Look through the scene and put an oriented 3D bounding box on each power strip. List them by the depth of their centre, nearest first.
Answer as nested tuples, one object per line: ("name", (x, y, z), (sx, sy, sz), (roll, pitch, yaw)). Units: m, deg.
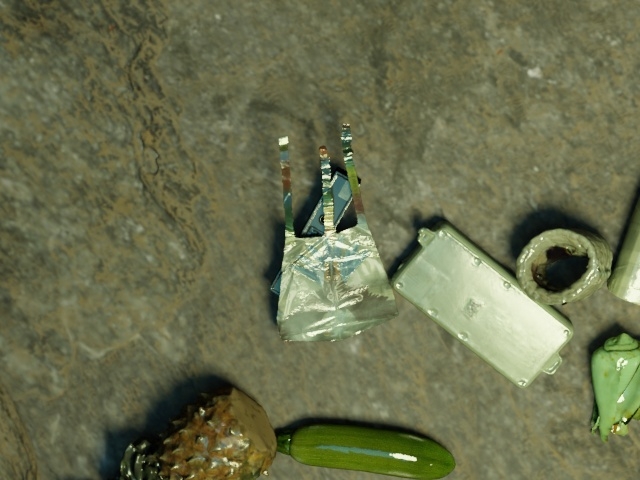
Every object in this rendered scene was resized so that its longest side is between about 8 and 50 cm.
("power strip", (0.221, 0.088, 1.844), (0.270, 0.046, 0.118), (38, 104, -5))

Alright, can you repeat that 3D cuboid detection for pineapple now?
("pineapple", (-0.205, 0.335, 1.887), (0.310, 0.141, 0.170), (-35, 122, 17))

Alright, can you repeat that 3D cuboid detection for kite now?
("kite", (0.000, 0.001, 1.811), (0.169, 0.015, 0.310), (-15, 113, -5))

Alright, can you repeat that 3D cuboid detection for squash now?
("squash", (0.063, 0.294, 1.886), (0.258, 0.069, 0.069), (6, 102, 2))

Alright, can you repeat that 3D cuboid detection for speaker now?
("speaker", (-0.007, -0.007, 1.843), (0.040, 0.046, 0.191), (29, 102, -3))

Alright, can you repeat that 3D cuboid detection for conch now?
("conch", (0.421, 0.202, 1.842), (0.106, 0.079, 0.170), (4, 117, 9))

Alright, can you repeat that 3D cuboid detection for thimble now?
("thimble", (0.326, 0.035, 1.793), (0.115, 0.090, 0.102), (-5, 87, 26))

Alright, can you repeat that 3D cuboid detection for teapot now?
("teapot", (0.466, -0.010, 1.792), (0.107, 0.077, 0.200), (17, 102, -3))
